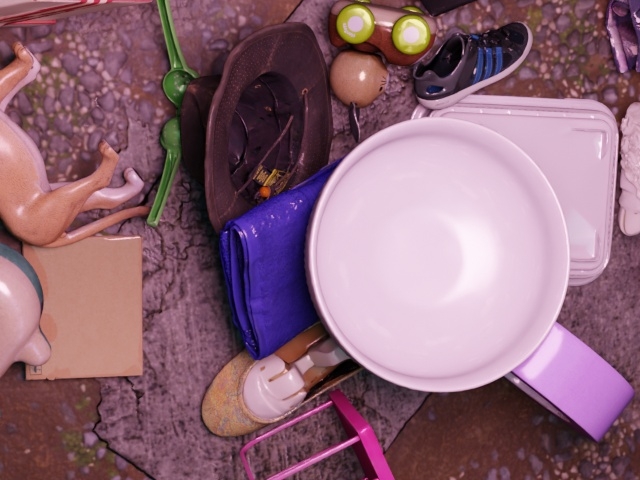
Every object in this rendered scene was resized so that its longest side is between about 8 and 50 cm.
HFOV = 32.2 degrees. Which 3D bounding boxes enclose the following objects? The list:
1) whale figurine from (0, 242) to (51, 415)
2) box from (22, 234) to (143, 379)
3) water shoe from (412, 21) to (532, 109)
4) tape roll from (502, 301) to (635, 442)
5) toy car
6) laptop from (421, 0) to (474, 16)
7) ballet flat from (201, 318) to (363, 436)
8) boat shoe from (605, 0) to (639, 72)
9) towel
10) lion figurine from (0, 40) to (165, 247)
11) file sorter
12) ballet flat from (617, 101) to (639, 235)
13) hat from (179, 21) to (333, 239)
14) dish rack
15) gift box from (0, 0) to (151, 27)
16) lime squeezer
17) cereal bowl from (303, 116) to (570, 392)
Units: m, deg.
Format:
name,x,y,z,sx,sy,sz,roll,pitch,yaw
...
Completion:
name,x,y,z,sx,sy,sz,roll,pitch,yaw
whale figurine,-0.463,0.120,1.487,0.216,0.141,0.272,11,117,-3
box,-0.331,0.093,1.551,0.164,0.021,0.201,-1,96,-12
water shoe,0.221,-0.264,1.582,0.203,0.073,0.080,-37,139,-13
tape roll,0.304,0.166,1.564,0.275,0.275,0.090,39,87,-13
toy car,0.073,-0.233,1.536,0.148,0.155,0.188,11,107,0
laptop,0.199,-0.480,1.524,0.234,0.136,0.264,-23,68,-13
ballet flat,-0.015,0.173,1.580,0.348,0.123,0.123,-31,102,-7
boat shoe,0.497,-0.401,1.614,0.158,0.127,0.341,-13,100,-18
towel,0.000,0.000,1.507,0.308,0.076,0.228,-30,135,-31
lion figurine,-0.412,-0.102,1.453,0.240,0.142,0.392,-41,104,-3
file sorter,0.025,0.399,1.570,0.182,0.202,0.291,-26,101,-7
ballet flat,0.531,-0.007,1.669,0.147,0.147,0.409,-35,104,-6
hat,-0.108,-0.149,1.486,0.134,0.331,0.331,20,92,26
dish rack,0.294,-0.071,1.642,0.332,0.072,0.286,1,97,-11
gift box,-0.392,-0.388,1.334,0.258,0.276,0.255,-3,94,32
lime squeezer,-0.194,-0.174,1.503,0.058,0.110,0.310,3,92,2
cereal bowl,0.139,0.020,1.413,0.338,0.141,0.339,1,86,-9
